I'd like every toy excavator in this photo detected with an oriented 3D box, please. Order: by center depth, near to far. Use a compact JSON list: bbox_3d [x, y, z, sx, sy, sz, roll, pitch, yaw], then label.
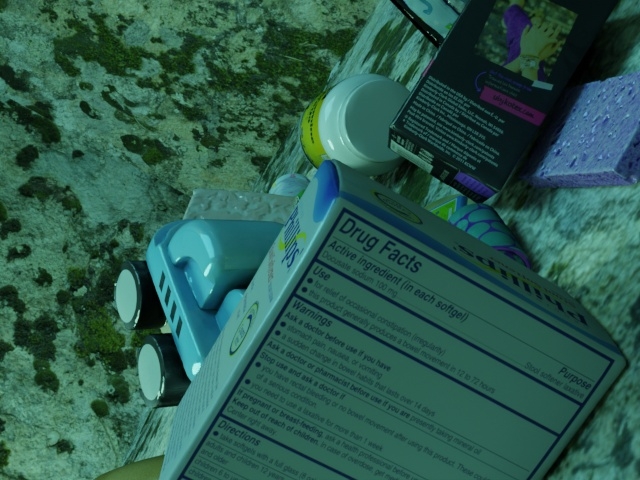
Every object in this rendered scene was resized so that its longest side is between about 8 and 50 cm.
[{"bbox_3d":[-0.081,0.071,1.179,0.445,0.222,0.433,-60,44,37],"label":"toy excavator"}]

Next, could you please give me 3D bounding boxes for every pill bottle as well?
[{"bbox_3d":[0.074,-0.213,1.640,0.188,0.187,0.334,-62,11,-3],"label":"pill bottle"}]

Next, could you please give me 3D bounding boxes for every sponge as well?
[{"bbox_3d":[0.280,-0.110,0.879,0.117,0.031,0.210,-61,11,-3],"label":"sponge"}]

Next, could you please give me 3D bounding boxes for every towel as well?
[{"bbox_3d":[-0.110,0.015,1.594,0.317,0.331,0.053,-76,-10,-50],"label":"towel"}]

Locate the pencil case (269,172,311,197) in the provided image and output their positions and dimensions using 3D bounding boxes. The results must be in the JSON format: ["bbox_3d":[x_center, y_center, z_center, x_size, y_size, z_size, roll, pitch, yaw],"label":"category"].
[{"bbox_3d":[-0.073,-0.074,2.127,0.273,0.124,0.114,-85,-14,-67],"label":"pencil case"}]

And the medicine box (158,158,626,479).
[{"bbox_3d":[0.049,0.125,0.731,0.289,0.263,0.149,-59,12,12],"label":"medicine box"}]

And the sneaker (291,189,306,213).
[{"bbox_3d":[0.000,0.000,1.450,0.134,0.146,0.343,-59,2,27],"label":"sneaker"}]

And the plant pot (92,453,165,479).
[{"bbox_3d":[-0.229,0.440,1.396,0.254,0.237,0.237,-35,24,31],"label":"plant pot"}]

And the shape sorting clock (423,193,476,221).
[{"bbox_3d":[0.133,0.027,1.114,0.206,0.040,0.206,-36,29,24],"label":"shape sorting clock"}]

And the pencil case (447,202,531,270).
[{"bbox_3d":[0.179,0.012,0.944,0.070,0.064,0.152,-42,15,12],"label":"pencil case"}]

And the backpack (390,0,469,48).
[{"bbox_3d":[0.179,-0.456,1.344,0.273,0.355,0.290,-52,14,36],"label":"backpack"}]

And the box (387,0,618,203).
[{"bbox_3d":[0.207,-0.196,1.009,0.270,0.143,0.165,-57,-4,-1],"label":"box"}]
